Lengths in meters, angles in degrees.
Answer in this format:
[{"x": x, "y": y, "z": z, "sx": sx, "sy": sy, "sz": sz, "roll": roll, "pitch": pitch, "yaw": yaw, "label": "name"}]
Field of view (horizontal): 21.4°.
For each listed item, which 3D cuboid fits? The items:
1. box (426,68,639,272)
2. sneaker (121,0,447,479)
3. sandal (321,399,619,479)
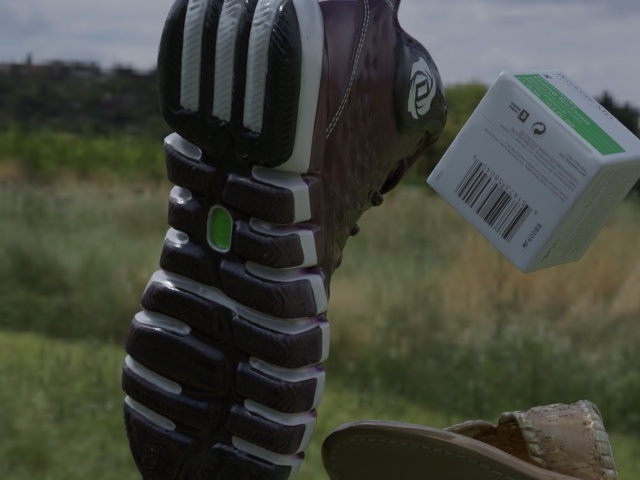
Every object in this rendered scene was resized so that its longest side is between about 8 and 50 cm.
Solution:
[{"x": 0.152, "y": -0.049, "z": 1.165, "sx": 0.101, "sy": 0.102, "sz": 0.087, "roll": 45, "pitch": 27, "yaw": 22, "label": "box"}, {"x": 0.000, "y": 0.000, "z": 0.804, "sx": 0.106, "sy": 0.281, "sz": 0.162, "roll": 25, "pitch": 30, "yaw": 29, "label": "sneaker"}, {"x": 0.122, "y": 0.113, "z": 0.773, "sx": 0.240, "sy": 0.088, "sz": 0.079, "roll": 11, "pitch": 39, "yaw": 32, "label": "sandal"}]
